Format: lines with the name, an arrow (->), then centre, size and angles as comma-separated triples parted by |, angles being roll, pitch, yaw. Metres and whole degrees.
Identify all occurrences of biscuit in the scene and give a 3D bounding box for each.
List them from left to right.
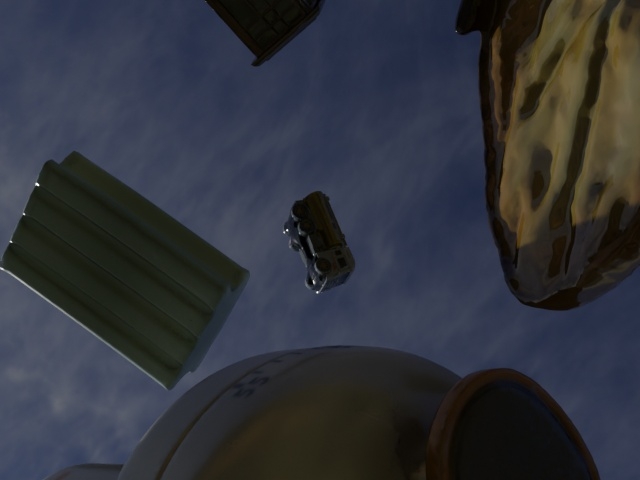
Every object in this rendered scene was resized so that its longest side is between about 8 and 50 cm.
biscuit -> 0.116, -0.100, 0.417 | 0.041, 0.203, 0.260 | 16, -92, -24

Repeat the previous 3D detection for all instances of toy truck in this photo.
toy truck -> 0.000, 0.000, 1.431 | 0.063, 0.052, 0.123 | -13, -114, -24

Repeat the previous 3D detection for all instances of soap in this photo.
soap -> -0.234, 0.033, 1.384 | 0.265, 0.087, 0.159 | 34, -67, 9

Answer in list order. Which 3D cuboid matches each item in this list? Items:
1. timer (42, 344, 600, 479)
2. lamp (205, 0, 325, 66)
timer -> -0.008, 0.164, 0.547 | 0.240, 0.233, 0.233 | -9, -70, 49
lamp -> -0.132, -0.317, 1.097 | 0.089, 0.090, 0.325 | -39, -77, 20
